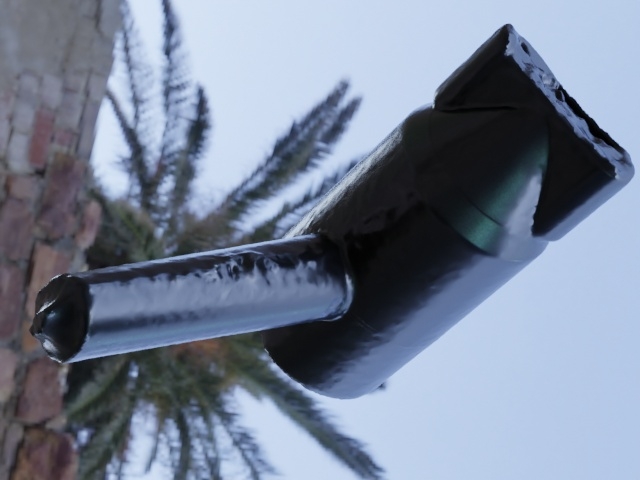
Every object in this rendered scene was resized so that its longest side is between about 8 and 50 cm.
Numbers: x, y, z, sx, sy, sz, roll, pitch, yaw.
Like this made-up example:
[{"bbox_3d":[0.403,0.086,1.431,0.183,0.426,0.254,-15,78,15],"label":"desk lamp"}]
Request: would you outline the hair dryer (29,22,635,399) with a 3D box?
[{"bbox_3d":[0.000,0.000,0.613,0.244,0.302,0.116,-46,-114,38],"label":"hair dryer"}]
